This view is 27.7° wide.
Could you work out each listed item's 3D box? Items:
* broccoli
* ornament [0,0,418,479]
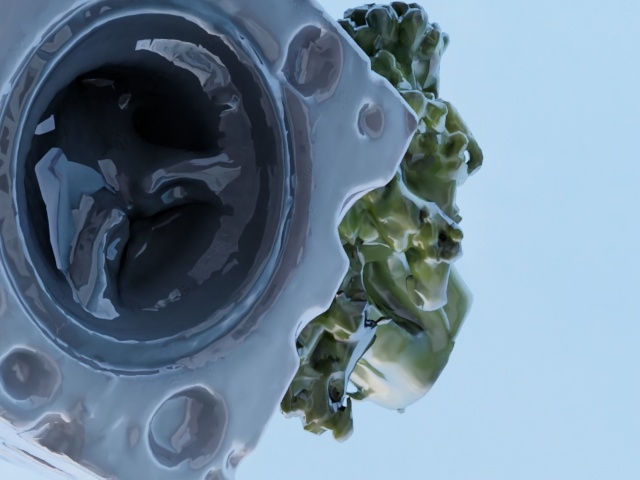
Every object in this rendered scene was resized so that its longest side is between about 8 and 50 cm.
[{"bbox_3d":[-0.021,-0.013,0.928,0.272,0.324,0.334,18,-132,14],"label":"broccoli"},{"bbox_3d":[-0.145,-0.035,0.630,0.239,0.239,0.240,43,-114,-39],"label":"ornament"}]
